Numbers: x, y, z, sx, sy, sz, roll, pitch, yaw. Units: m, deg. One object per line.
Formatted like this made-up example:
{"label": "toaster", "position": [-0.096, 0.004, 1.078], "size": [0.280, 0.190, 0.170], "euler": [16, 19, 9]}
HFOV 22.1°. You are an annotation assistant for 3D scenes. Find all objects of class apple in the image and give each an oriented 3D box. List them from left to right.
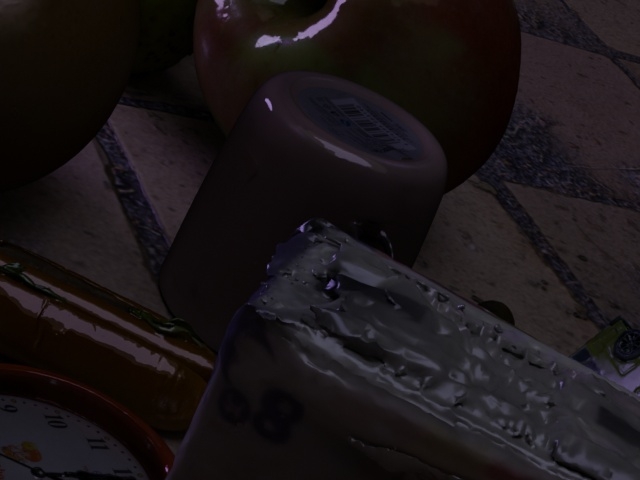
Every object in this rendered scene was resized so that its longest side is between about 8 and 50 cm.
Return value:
{"label": "apple", "position": [0.043, -0.184, 1.584], "size": [0.319, 0.319, 0.277], "euler": [46, 10, 35]}

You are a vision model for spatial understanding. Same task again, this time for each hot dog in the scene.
{"label": "hot dog", "position": [-0.183, 0.059, 1.190], "size": [0.250, 0.068, 0.100], "euler": [25, 25, -4]}

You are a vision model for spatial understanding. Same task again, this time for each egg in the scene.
{"label": "egg", "position": [-0.273, -0.170, 1.322], "size": [0.250, 0.250, 0.322], "euler": [21, 33, -11]}

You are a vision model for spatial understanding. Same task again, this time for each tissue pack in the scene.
{"label": "tissue pack", "position": [0.017, 0.186, 0.821], "size": [0.242, 0.343, 0.125], "euler": [29, 28, 3]}

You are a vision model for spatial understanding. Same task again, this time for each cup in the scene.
{"label": "cup", "position": [0.000, 0.000, 1.319], "size": [0.192, 0.200, 0.253], "euler": [14, 29, -26]}

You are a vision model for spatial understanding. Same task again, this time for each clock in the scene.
{"label": "clock", "position": [-0.180, 0.150, 1.041], "size": [0.205, 0.051, 0.205], "euler": [21, 25, -10]}

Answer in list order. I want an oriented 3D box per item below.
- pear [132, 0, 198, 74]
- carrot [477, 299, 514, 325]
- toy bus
{"label": "pear", "position": [-0.149, -0.295, 1.687], "size": [0.164, 0.238, 0.255], "euler": [33, 24, -1]}
{"label": "carrot", "position": [0.112, 0.110, 1.380], "size": [0.070, 0.070, 0.342], "euler": [30, 23, 7]}
{"label": "toy bus", "position": [0.277, 0.158, 1.395], "size": [0.088, 0.101, 0.175], "euler": [46, 12, -36]}
